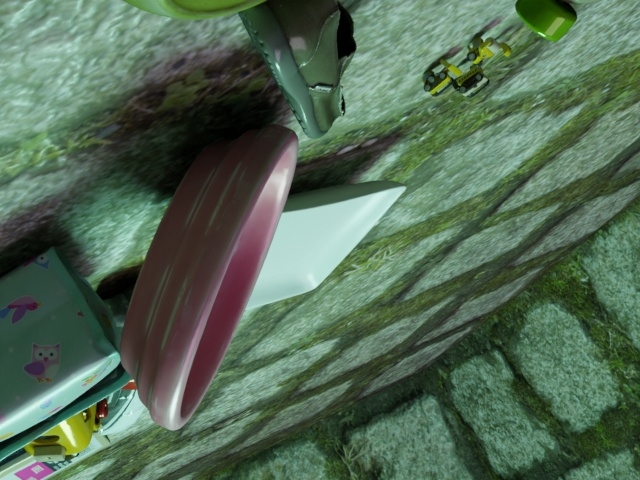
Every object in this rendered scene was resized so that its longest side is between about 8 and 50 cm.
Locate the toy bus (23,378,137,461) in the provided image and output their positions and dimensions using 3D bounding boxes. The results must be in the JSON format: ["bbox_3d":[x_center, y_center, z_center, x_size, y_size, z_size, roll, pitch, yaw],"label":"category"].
[{"bbox_3d":[-0.329,0.219,1.592,0.202,0.104,0.191,25,136,-28],"label":"toy bus"}]

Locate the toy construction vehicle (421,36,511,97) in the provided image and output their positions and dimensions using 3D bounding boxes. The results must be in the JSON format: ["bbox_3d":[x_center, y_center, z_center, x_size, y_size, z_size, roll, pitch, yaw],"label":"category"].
[{"bbox_3d":[0.171,-0.206,1.515,0.098,0.035,0.086,-39,154,20],"label":"toy construction vehicle"}]

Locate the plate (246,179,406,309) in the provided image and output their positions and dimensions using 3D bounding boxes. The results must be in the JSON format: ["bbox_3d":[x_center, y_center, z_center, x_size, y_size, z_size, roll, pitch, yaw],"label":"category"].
[{"bbox_3d":[-0.060,0.011,1.687,0.277,0.045,0.278,-15,156,-38],"label":"plate"}]

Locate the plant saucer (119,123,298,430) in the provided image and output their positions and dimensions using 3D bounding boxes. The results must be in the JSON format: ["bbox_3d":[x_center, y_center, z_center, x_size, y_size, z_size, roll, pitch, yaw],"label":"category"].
[{"bbox_3d":[-0.119,0.029,1.335,0.332,0.084,0.332,23,90,-86],"label":"plant saucer"}]

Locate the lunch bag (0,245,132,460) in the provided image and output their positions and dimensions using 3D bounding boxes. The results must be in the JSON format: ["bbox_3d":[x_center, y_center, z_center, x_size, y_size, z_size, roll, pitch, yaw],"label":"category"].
[{"bbox_3d":[-0.326,0.133,1.399,0.223,0.160,0.262,-32,174,-7],"label":"lunch bag"}]

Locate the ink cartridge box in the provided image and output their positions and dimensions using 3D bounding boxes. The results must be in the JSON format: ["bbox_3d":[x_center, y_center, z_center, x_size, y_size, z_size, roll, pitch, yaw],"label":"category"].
[{"bbox_3d":[-0.428,0.302,1.931,0.193,0.088,0.234,-30,167,-9],"label":"ink cartridge box"}]

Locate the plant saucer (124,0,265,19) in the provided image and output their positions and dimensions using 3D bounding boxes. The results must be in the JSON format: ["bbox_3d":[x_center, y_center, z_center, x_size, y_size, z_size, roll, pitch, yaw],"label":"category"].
[{"bbox_3d":[-0.044,-0.232,0.940,0.241,0.037,0.241,-28,166,-8],"label":"plant saucer"}]

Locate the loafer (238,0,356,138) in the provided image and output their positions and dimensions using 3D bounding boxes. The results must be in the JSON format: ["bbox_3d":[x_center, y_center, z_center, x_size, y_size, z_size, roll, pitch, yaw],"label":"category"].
[{"bbox_3d":[-0.002,-0.162,1.153,0.087,0.094,0.251,-30,169,2],"label":"loafer"}]

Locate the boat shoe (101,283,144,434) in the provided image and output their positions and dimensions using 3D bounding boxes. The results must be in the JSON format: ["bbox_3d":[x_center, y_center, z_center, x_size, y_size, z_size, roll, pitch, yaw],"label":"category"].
[{"bbox_3d":[-0.286,0.154,1.695,0.119,0.121,0.335,-9,147,-32],"label":"boat shoe"}]

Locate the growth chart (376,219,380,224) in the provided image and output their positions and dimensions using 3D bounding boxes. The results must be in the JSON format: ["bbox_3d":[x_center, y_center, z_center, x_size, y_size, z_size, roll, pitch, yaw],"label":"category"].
[{"bbox_3d":[0.000,0.000,1.900,0.172,0.021,0.237,-33,166,12],"label":"growth chart"}]

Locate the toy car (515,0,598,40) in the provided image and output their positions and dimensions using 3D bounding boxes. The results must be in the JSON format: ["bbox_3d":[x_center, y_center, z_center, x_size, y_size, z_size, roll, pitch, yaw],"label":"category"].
[{"bbox_3d":[0.234,-0.284,1.162,0.155,0.149,0.188,-50,170,27],"label":"toy car"}]
